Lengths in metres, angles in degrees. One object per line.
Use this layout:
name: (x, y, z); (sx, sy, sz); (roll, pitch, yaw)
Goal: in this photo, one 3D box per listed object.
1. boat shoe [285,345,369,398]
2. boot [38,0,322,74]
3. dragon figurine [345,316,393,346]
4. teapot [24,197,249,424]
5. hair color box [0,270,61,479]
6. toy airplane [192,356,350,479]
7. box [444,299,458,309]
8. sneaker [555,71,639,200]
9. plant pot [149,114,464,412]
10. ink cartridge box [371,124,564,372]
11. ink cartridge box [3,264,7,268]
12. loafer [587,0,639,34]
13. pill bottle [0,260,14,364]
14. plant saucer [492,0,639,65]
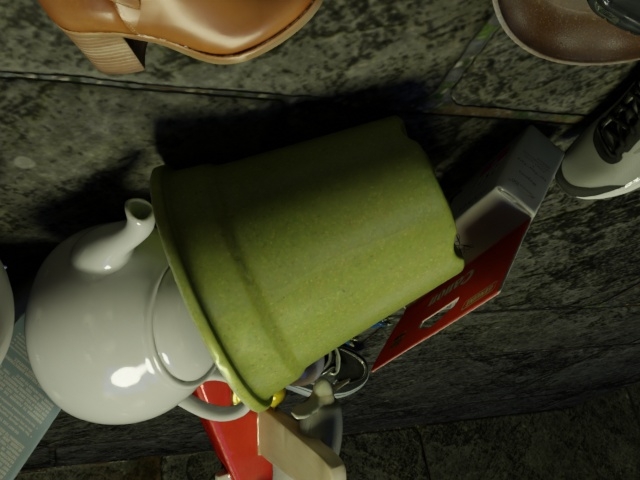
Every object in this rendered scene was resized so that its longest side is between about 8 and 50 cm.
boat shoe: (-0.014, 0.253, 1.349); (0.335, 0.121, 0.119); (13, 151, -37)
boot: (-0.101, -0.189, 0.442); (0.197, 0.073, 0.152); (-15, 151, 3)
dragon figurine: (0.026, 0.127, 1.140); (0.289, 0.085, 0.144); (-26, 151, 29)
teapot: (-0.190, 0.097, 0.767); (0.187, 0.253, 0.256); (-3, 173, 22)
hair color box: (-0.394, 0.186, 0.774); (0.185, 0.374, 0.113); (-26, 114, 30)
toy airplane: (-0.098, 0.262, 1.057); (0.272, 0.386, 0.384); (-30, 157, -25)
box: (0.190, 0.056, 1.052); (0.101, 0.087, 0.102); (-10, 154, 0)
sneaker: (0.351, -0.142, 0.696); (0.108, 0.100, 0.271); (13, 141, -32)
plant pot: (0.000, 0.000, 0.698); (0.254, 0.276, 0.276); (-24, 155, 0)
ink cartridge box: (0.154, 0.017, 0.807); (0.060, 0.239, 0.275); (40, 143, -1)
ink cartridge box: (-0.535, 0.046, 0.776); (0.311, 0.065, 0.186); (-24, 150, 30)
loafer: (0.292, -0.180, 0.491); (0.223, 0.076, 0.078); (9, 157, -28)
pill bottle: (-0.478, 0.109, 0.620); (0.363, 0.210, 0.210); (-25, 151, 29)
plant saucer: (0.273, -0.250, 0.483); (0.310, 0.050, 0.310); (-9, 156, -4)
